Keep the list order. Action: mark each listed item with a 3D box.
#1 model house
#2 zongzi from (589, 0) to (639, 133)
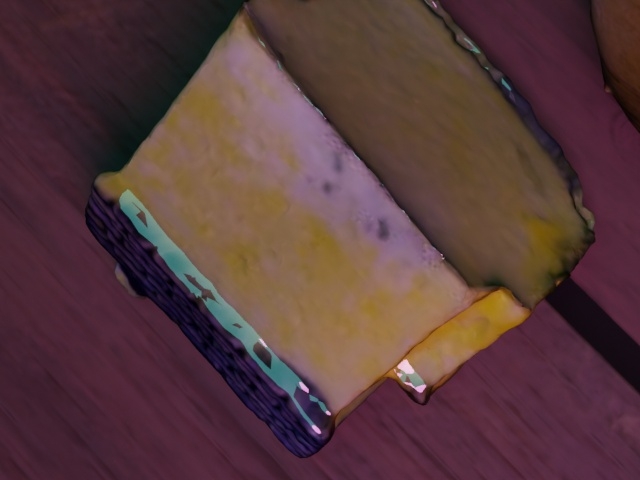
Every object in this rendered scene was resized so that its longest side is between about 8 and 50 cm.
[{"bbox_3d":[0.000,0.000,0.679,0.194,0.170,0.211,48,124,2],"label":"model house"},{"bbox_3d":[0.294,-0.013,0.555,0.356,0.174,0.392,1,69,14],"label":"zongzi"}]
